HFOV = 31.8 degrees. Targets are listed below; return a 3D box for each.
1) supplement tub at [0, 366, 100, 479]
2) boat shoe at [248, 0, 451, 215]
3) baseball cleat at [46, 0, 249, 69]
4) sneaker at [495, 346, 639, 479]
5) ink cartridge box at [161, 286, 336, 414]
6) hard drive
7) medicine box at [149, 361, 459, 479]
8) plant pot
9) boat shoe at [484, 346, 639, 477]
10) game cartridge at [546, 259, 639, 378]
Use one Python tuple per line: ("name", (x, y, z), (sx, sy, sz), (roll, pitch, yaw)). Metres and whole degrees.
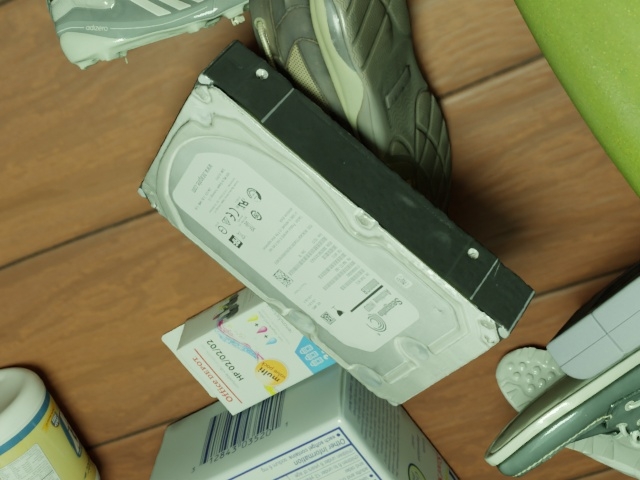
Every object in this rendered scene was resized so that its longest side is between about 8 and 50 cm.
("supplement tub", (-0.337, 0.259, 1.263), (0.144, 0.144, 0.200), (-17, 117, 14))
("boat shoe", (0.030, -0.108, 1.050), (0.130, 0.132, 0.355), (7, 130, 32))
("baseball cleat", (-0.149, -0.227, 1.012), (0.206, 0.072, 0.109), (-19, 102, 5))
("sneaker", (0.290, 0.197, 1.209), (0.235, 0.095, 0.090), (31, 78, 5))
("ink cartridge box", (-0.078, 0.115, 1.205), (0.181, 0.061, 0.104), (-30, 113, 20))
("hard drive", (0.000, 0.000, 1.031), (0.339, 0.064, 0.237), (40, 148, -3))
("medicine box", (-0.003, 0.301, 1.255), (0.263, 0.149, 0.289), (-29, 114, 19))
("plant pot", (0.284, -0.191, 0.907), (0.293, 0.275, 0.275), (42, 116, -1))
("boat shoe", (0.313, 0.153, 1.112), (0.319, 0.116, 0.099), (-34, 88, -3))
("game cartridge", (0.347, 0.016, 1.036), (0.297, 0.198, 0.062), (-42, 86, 25))
